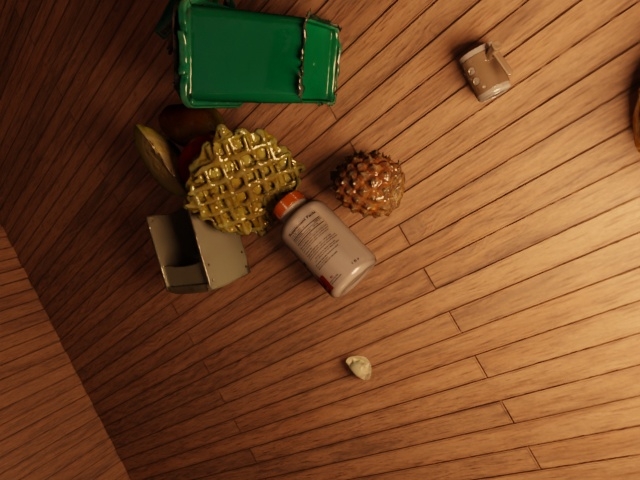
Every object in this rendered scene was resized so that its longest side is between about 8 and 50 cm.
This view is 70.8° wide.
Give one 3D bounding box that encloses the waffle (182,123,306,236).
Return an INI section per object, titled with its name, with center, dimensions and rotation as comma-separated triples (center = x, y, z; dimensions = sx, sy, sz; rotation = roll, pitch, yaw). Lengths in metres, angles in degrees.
[waffle]
center = -0.211, -0.152, 1.231
dimensions = 0.297, 0.073, 0.317
rotation = 24, 108, -24

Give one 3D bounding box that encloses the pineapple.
[pineapple]
center = 0.103, -0.142, 1.089
dimensions = 0.193, 0.166, 0.167
rotation = 18, 113, 28

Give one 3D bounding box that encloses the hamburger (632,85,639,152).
[hamburger]
center = 0.657, -0.222, 0.685
dimensions = 0.289, 0.170, 0.315
rotation = 22, 114, 24

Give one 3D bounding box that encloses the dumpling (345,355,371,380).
[dumpling]
center = 0.115, 0.362, 1.295
dimensions = 0.077, 0.043, 0.059
rotation = 46, 108, 33

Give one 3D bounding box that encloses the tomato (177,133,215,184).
[tomato]
center = -0.317, -0.213, 1.308
dimensions = 0.195, 0.195, 0.136
rotation = -38, 45, 35

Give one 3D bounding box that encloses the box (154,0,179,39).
[box]
center = -0.366, -0.678, 1.255
dimensions = 0.226, 0.042, 0.161
rotation = -20, 50, 35

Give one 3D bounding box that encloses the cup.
[cup]
center = 0.346, -0.345, 0.910
dimensions = 0.102, 0.074, 0.099
rotation = -22, 93, 56

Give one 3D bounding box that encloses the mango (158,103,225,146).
[mango]
center = -0.390, -0.350, 1.379
dimensions = 0.267, 0.111, 0.133
rotation = 13, 94, 31

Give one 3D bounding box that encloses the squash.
[squash]
center = -0.452, -0.255, 1.375
dimensions = 0.204, 0.155, 0.237
rotation = -7, 118, 54

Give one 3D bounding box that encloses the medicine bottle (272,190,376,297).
[medicine bottle]
center = 0.000, 0.000, 1.194
dimensions = 0.289, 0.157, 0.157
rotation = 47, 124, 14

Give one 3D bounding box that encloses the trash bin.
[trash bin]
center = -0.155, -0.468, 1.118
dimensions = 0.380, 0.259, 0.296
rotation = 13, 111, 23

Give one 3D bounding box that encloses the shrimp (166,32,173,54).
[shrimp]
center = -0.444, -0.632, 1.387
dimensions = 0.091, 0.025, 0.127
rotation = 30, 116, 22

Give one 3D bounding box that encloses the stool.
[stool]
center = -0.392, 0.018, 1.440
dimensions = 0.243, 0.170, 0.270
rotation = -7, 100, 39
